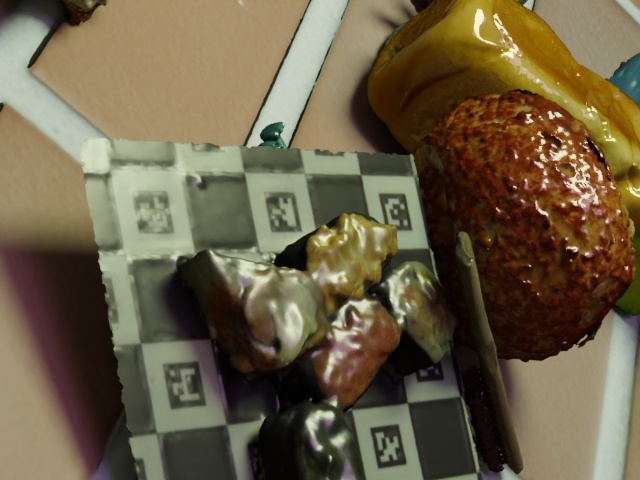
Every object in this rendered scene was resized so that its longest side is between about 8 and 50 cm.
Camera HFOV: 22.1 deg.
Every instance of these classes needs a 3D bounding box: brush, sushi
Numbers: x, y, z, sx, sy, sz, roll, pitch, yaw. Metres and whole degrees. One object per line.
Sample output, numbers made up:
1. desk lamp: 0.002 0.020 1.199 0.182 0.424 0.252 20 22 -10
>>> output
1. brush: 0.127 0.098 1.318 0.043 0.036 0.248 -112 -176 -49
2. sushi: 0.010 0.093 1.184 0.343 0.064 0.359 -1 76 -45

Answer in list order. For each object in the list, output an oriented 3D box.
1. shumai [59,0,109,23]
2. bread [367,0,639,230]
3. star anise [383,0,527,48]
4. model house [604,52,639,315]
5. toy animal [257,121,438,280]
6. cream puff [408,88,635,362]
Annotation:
1. shumai: -0.186 -0.238 1.291 0.116 0.145 0.145 40 33 -49
2. bread: 0.188 -0.105 1.550 0.294 0.167 0.132 40 34 -17
3. star anise: 0.150 -0.210 1.655 0.180 0.061 0.204 49 64 -15
4. model house: 0.389 -0.070 1.687 0.215 0.237 0.303 44 37 -14
5. toy animal: 0.000 0.000 1.326 0.208 0.100 0.103 45 58 -26
6. cream puff: 0.155 -0.012 1.405 0.164 0.240 0.240 -12 66 -16
